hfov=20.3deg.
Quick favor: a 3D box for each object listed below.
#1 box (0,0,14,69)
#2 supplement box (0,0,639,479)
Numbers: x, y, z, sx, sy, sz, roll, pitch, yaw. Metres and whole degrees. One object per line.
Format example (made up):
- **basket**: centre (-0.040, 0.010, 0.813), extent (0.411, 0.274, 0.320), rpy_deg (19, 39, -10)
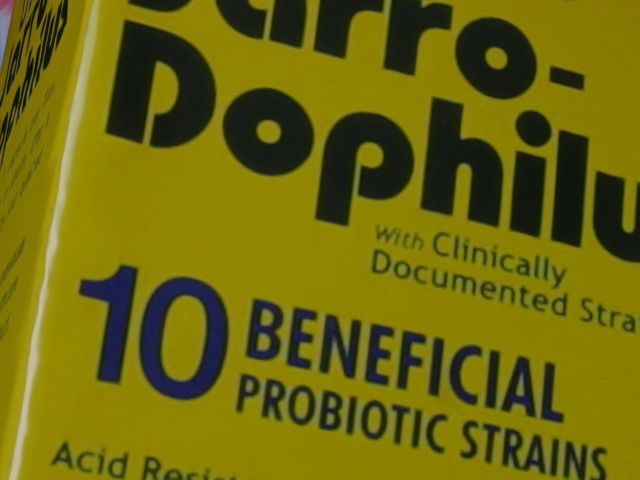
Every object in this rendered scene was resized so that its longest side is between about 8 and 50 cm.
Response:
- **box**: centre (-0.128, -0.091, 0.844), extent (0.257, 0.122, 0.128), rpy_deg (5, 101, 38)
- **supplement box**: centre (0.000, 0.000, 0.541), extent (0.195, 0.194, 0.357), rpy_deg (138, 142, -63)
